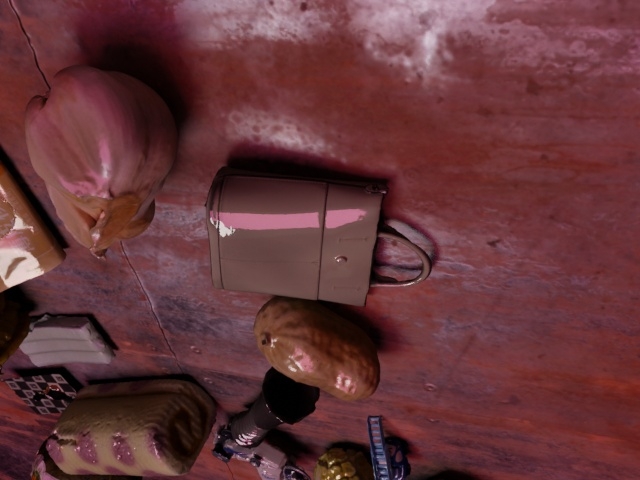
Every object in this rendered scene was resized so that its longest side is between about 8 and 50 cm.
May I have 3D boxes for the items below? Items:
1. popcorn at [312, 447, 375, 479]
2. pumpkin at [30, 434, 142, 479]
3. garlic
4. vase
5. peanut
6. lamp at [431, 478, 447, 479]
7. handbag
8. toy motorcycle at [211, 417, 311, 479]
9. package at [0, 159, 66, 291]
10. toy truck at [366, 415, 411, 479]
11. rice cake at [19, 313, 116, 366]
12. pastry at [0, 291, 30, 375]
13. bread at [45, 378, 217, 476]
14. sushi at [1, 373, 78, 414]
[{"bbox_3d":[0.045,0.485,1.375,0.135,0.162,0.141,153,100,-74],"label":"popcorn"},{"bbox_3d":[-0.540,0.529,1.624,0.260,0.260,0.189,24,96,1],"label":"pumpkin"},{"bbox_3d":[-0.285,-0.123,0.905,0.203,0.185,0.281,48,159,11],"label":"garlic"},{"bbox_3d":[-0.099,0.324,1.306,0.115,0.115,0.237,31,141,-7],"label":"vase"},{"bbox_3d":[-0.002,0.171,1.091,0.224,0.129,0.129,26,137,-5],"label":"peanut"},{"bbox_3d":[0.207,0.577,1.360,0.177,0.177,0.274,32,136,-8],"label":"lamp"},{"bbox_3d":[0.000,0.000,0.978,0.316,0.109,0.241,5,136,1],"label":"handbag"},{"bbox_3d":[-0.127,0.461,1.449,0.221,0.102,0.150,30,146,2],"label":"toy motorcycle"},{"bbox_3d":[-0.606,-0.041,1.123,0.221,0.165,0.311,0,132,24],"label":"package"},{"bbox_3d":[0.125,0.394,1.307,0.063,0.074,0.136,-13,85,31],"label":"toy truck"},{"bbox_3d":[-0.536,0.208,1.422,0.237,0.043,0.127,-6,130,28],"label":"rice cake"},{"bbox_3d":[-0.702,0.187,1.338,0.240,0.235,0.132,-20,120,13],"label":"pastry"},{"bbox_3d":[-0.394,0.396,1.443,0.338,0.187,0.155,-12,122,31],"label":"bread"},{"bbox_3d":[-0.634,0.351,1.616,0.201,0.031,0.139,-10,127,27],"label":"sushi"}]
